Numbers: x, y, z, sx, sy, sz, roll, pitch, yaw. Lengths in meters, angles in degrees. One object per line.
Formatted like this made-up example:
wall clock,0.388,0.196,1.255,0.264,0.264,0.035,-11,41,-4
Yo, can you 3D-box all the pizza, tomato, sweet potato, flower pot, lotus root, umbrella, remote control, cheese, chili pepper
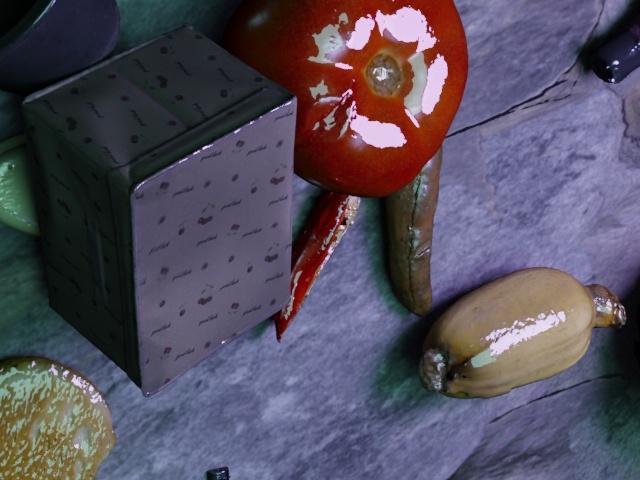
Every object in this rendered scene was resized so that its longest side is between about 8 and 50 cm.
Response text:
pizza,-0.327,0.261,1.745,0.181,0.034,0.262,7,98,-29
tomato,0.026,-0.197,1.721,0.298,0.226,0.298,-3,96,-30
sweet potato,0.114,-0.029,1.900,0.075,0.075,0.273,-9,108,-27
flower pot,-0.302,-0.236,1.558,0.235,0.235,0.148,-56,139,-6
lotus root,0.250,0.119,1.974,0.303,0.131,0.146,-19,133,-23
umbrella,0.490,-0.303,2.030,0.326,0.090,0.094,-35,119,-17
remote control,-0.122,0.326,1.884,0.034,0.016,0.091,-9,105,-22
cheese,-0.349,-0.065,1.646,0.251,0.054,0.127,2,101,-28
chili pepper,0.000,0.000,1.859,0.050,0.059,0.268,29,90,7

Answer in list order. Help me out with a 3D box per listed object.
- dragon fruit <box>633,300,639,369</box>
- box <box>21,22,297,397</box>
dragon fruit,0.578,0.136,2.058,0.329,0.329,0.329,-7,105,-27
box,-0.163,-0.036,1.597,0.225,0.190,0.297,-32,144,-32
